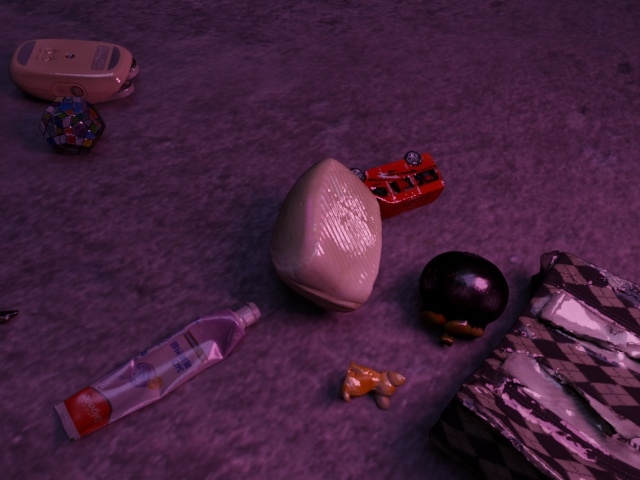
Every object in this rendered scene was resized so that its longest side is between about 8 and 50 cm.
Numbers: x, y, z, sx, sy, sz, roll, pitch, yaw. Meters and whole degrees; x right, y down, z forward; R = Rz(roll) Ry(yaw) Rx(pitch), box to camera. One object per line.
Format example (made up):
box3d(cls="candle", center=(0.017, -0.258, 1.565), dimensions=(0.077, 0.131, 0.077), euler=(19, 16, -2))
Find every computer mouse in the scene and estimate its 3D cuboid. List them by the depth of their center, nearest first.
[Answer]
box3d(cls="computer mouse", center=(-0.491, -0.337, 1.063), dimensions=(0.237, 0.082, 0.145), euler=(0, 53, -10))

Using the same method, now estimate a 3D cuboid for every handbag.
box3d(cls="handbag", center=(0.372, 0.205, 0.736), dimensions=(0.317, 0.180, 0.416), euler=(37, 51, 22))

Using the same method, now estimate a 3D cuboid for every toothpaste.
box3d(cls="toothpaste", center=(-0.218, 0.174, 0.753), dimensions=(0.301, 0.048, 0.075), euler=(-30, 67, -23))

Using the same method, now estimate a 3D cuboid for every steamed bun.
box3d(cls="steamed bun", center=(0.000, 0.000, 0.844), dimensions=(0.170, 0.153, 0.238), euler=(36, 48, -30))

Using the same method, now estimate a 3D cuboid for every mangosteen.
box3d(cls="mangosteen", center=(0.219, 0.093, 0.830), dimensions=(0.137, 0.137, 0.151), euler=(17, 88, 5))

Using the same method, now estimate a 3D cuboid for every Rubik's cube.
box3d(cls="Rubik's cube", center=(-0.451, -0.208, 0.968), dimensions=(0.111, 0.111, 0.093), euler=(2, 79, -6))

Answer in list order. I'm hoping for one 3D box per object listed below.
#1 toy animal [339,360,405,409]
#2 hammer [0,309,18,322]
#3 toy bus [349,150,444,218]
box3d(cls="toy animal", center=(0.074, 0.210, 0.758), dimensions=(0.083, 0.060, 0.081), euler=(18, 14, 7))
box3d(cls="hammer", center=(-0.534, 0.121, 0.767), dimensions=(0.179, 0.021, 0.065), euler=(-4, 55, -13))
box3d(cls="toy bus", center=(0.124, -0.093, 0.972), dimensions=(0.195, 0.081, 0.089), euler=(-19, 68, -21))
